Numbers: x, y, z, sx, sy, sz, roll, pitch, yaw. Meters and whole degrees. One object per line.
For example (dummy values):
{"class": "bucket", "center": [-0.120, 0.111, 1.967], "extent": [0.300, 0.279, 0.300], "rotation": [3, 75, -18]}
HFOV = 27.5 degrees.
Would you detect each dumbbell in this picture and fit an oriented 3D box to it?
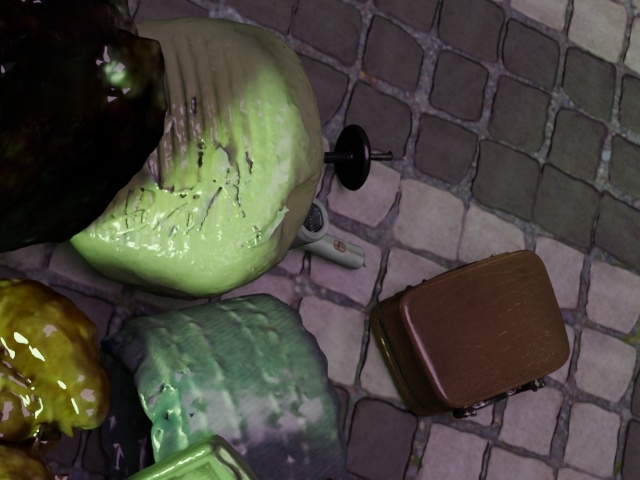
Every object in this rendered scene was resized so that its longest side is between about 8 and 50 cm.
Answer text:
{"class": "dumbbell", "center": [0.008, -0.084, 1.325], "extent": [0.147, 0.069, 0.069], "rotation": [-2, 77, -26]}

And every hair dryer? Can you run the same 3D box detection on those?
{"class": "hair dryer", "center": [0.000, 0.000, 1.299], "extent": [0.137, 0.082, 0.047], "rotation": [23, 65, -36]}

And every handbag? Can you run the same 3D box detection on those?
{"class": "handbag", "center": [0.161, 0.099, 1.350], "extent": [0.193, 0.072, 0.151], "rotation": [-19, 84, -32]}

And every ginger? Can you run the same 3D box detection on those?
{"class": "ginger", "center": [-0.306, 0.172, 1.019], "extent": [0.274, 0.152, 0.357], "rotation": [9, 68, 0]}

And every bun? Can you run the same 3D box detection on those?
{"class": "bun", "center": [-0.122, -0.072, 1.195], "extent": [0.273, 0.168, 0.273], "rotation": [-2, 78, 10]}

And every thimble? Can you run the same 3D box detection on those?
{"class": "thimble", "center": [-0.092, 0.171, 1.133], "extent": [0.172, 0.205, 0.236], "rotation": [-13, 111, -24]}

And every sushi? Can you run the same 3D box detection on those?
{"class": "sushi", "center": [-0.302, -0.130, 1.019], "extent": [0.299, 0.281, 0.294], "rotation": [35, 22, 30]}

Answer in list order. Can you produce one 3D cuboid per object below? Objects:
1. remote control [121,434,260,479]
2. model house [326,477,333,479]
{"class": "remote control", "center": [-0.159, 0.258, 1.042], "extent": [0.123, 0.285, 0.038], "rotation": [57, 20, -5]}
{"class": "model house", "center": [0.091, 0.322, 1.022], "extent": [0.254, 0.196, 0.160], "rotation": [13, 23, 3]}
